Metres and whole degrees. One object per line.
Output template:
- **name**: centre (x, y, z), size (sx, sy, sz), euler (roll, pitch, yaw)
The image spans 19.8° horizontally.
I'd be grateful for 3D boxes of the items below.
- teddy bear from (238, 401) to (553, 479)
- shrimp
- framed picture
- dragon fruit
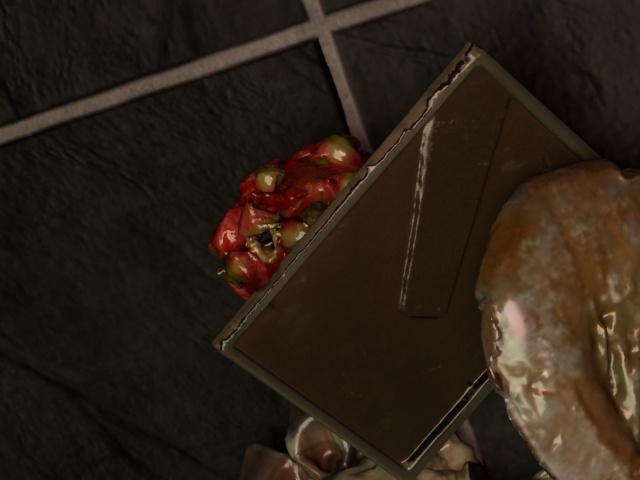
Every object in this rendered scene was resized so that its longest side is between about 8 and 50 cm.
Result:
- **teddy bear**: centre (0.094, 0.301, 1.405), size (0.362, 0.375, 0.327), euler (35, 103, -7)
- **shrimp**: centre (0.265, 0.145, 1.337), size (0.445, 0.221, 0.110), euler (57, 155, -6)
- **framed picture**: centre (0.088, 0.024, 1.362), size (0.213, 0.016, 0.289), euler (38, 96, -29)
- **dragon fruit**: centre (0.000, 0.000, 1.421), size (0.166, 0.172, 0.160), euler (-4, 100, 28)
